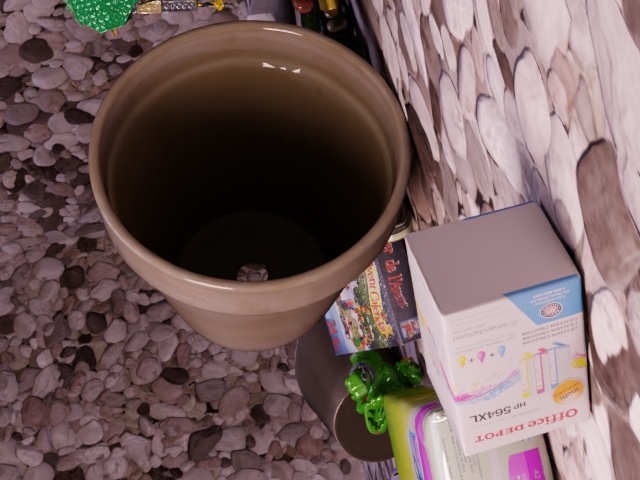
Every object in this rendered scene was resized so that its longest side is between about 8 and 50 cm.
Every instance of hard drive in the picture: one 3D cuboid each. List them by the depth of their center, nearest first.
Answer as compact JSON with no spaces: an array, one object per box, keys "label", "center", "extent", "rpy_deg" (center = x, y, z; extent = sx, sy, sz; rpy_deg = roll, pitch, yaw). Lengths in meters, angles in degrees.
[{"label":"hard drive","center":[-0.065,-0.276,2.064],"extent":[0.353,0.047,0.233],"rpy_deg":[-87,-9,-66]}]

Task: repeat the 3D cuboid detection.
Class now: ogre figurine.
[{"label":"ogre figurine","center":[0.089,0.206,1.757],"extent":[0.197,0.097,0.118],"rpy_deg":[27,-153,-26]}]

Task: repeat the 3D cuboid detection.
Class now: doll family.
[{"label":"doll family","center":[-0.004,-0.299,1.493],"extent":[0.111,0.076,0.193],"rpy_deg":[73,-176,-60]}]

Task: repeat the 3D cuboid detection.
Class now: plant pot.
[{"label":"plant pot","center":[-0.073,-0.022,1.461],"extent":[0.280,0.323,0.323],"rpy_deg":[94,163,-58]}]

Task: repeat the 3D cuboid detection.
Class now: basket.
[{"label":"basket","center":[0.058,0.227,2.021],"extent":[0.227,0.154,0.204],"rpy_deg":[-126,21,-71]}]

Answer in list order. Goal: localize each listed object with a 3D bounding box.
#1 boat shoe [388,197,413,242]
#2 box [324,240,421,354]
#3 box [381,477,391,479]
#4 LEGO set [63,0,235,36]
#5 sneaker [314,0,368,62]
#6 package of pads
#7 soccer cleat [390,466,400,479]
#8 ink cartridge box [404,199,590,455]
[{"label":"boat shoe","center":[0.065,-0.050,1.523],"extent":[0.152,0.056,0.049],"rpy_deg":[-110,2,-58]},{"label":"box","center":[0.041,0.018,1.668],"extent":[0.159,0.044,0.233],"rpy_deg":[-18,89,60]},{"label":"box","center":[0.122,0.440,2.189],"extent":[0.087,0.101,0.102],"rpy_deg":[-124,20,-81]},{"label":"LEGO set","center":[-0.122,-0.349,1.332],"extent":[0.255,0.331,0.192],"rpy_deg":[63,-173,-14]},{"label":"sneaker","center":[0.025,-0.222,1.551],"extent":[0.089,0.051,0.170],"rpy_deg":[-160,51,-85]},{"label":"package of pads","center":[0.139,0.241,1.185],"extent":[0.296,0.101,0.229],"rpy_deg":[146,110,-85]},{"label":"soccer cleat","center":[0.146,0.343,1.794],"extent":[0.248,0.083,0.095],"rpy_deg":[-100,27,-71]},{"label":"ink cartridge box","center":[0.118,0.064,0.895],"extent":[0.090,0.092,0.143],"rpy_deg":[-111,6,-54]}]
